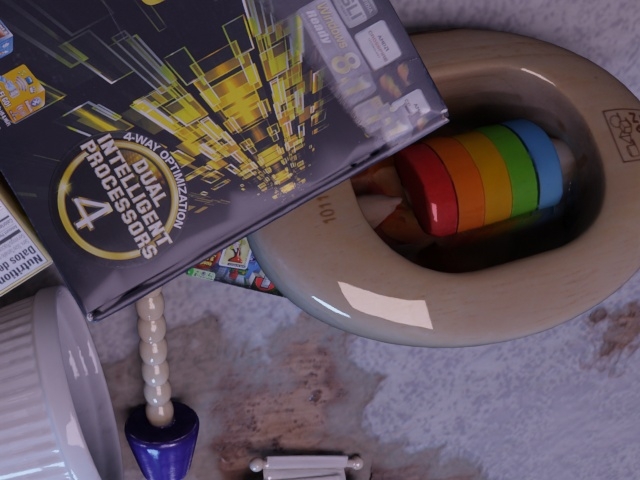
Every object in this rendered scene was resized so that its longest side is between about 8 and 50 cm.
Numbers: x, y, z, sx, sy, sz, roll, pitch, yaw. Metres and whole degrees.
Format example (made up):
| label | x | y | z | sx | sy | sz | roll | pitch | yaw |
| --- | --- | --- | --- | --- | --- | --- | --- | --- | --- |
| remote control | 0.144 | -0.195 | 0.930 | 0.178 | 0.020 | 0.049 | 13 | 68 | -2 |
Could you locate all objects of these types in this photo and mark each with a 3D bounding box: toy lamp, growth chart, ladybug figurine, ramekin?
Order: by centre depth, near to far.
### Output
| label | x | y | z | sx | sy | sz | roll | pitch | yaw |
| --- | --- | --- | --- | --- | --- | --- | --- | --- | --- |
| ramekin | -0.260 | 0.152 | 1.047 | 0.109 | 0.207 | 0.207 | -15 | 122 | -3 |
| ladybug figurine | 0.128 | -0.042 | 1.081 | 0.449 | 0.305 | 0.162 | -10 | 162 | -23 |
| toy lamp | -0.163 | 0.123 | 1.141 | 0.080 | 0.080 | 0.274 | -11 | 121 | -17 |
| growth chart | -0.032 | 0.351 | 1.294 | 0.172 | 0.021 | 0.237 | 16 | 84 | -32 |

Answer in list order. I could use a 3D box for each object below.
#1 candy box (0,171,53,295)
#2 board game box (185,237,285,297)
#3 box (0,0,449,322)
| label | x | y | z | sx | sy | sz | roll | pitch | yaw |
| --- | --- | --- | --- | --- | --- | --- | --- | --- | --- |
| candy box | -0.335 | -0.113 | 0.878 | 0.088 | 0.183 | 0.316 | -33 | 124 | -3 |
| board game box | 0.000 | 0.000 | 1.175 | 0.260 | 0.030 | 0.136 | 14 | 108 | -28 |
| box | -0.134 | -0.183 | 0.879 | 0.318 | 0.097 | 0.395 | -29 | 95 | -7 |
